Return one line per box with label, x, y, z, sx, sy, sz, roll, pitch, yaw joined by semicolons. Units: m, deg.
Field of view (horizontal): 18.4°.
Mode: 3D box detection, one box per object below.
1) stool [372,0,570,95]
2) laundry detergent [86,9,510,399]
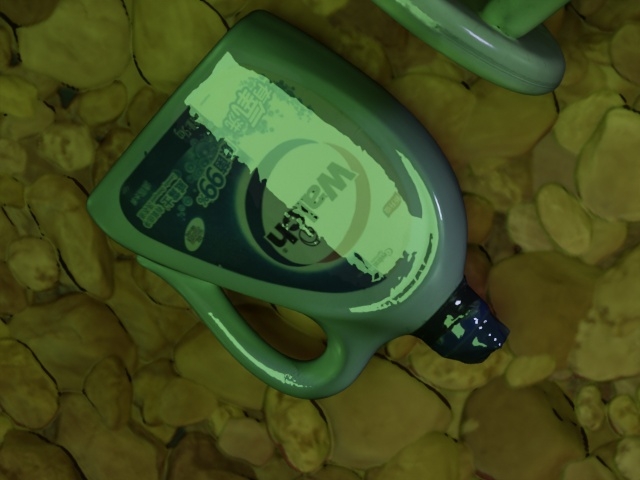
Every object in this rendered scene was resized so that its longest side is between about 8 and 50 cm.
stool;0.118;-0.221;1.207;0.195;0.195;0.199;37;110;4
laundry detergent;0.000;0.000;1.348;0.280;0.105;0.215;42;109;-4
